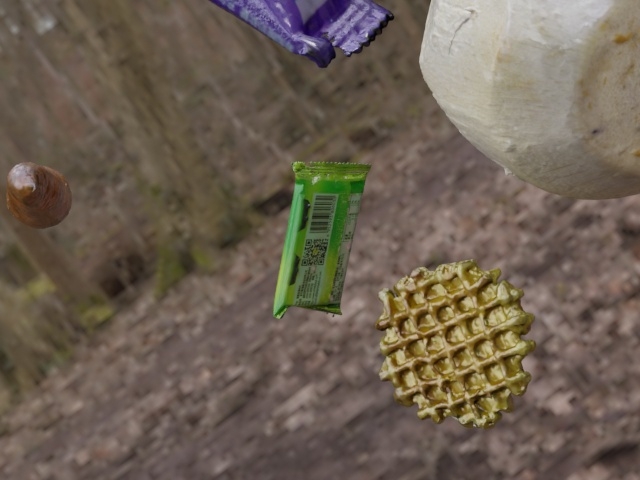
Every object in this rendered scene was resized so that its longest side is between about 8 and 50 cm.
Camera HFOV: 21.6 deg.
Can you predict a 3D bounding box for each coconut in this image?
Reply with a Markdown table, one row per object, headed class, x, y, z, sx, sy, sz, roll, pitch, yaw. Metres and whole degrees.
| class | x | y | z | sx | sy | sz | roll | pitch | yaw |
| --- | --- | --- | --- | --- | --- | --- | --- | --- | --- |
| coconut | 0.276 | -0.227 | 1.722 | 0.346 | 0.346 | 0.360 | -37 | 31 | -5 |

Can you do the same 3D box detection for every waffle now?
| class | x | y | z | sx | sy | sz | roll | pitch | yaw |
| --- | --- | --- | --- | --- | --- | --- | --- | --- | --- |
| waffle | 0.135 | 0.105 | 1.681 | 0.191 | 0.191 | 0.038 | -39 | -15 | 34 |

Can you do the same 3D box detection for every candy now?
| class | x | y | z | sx | sy | sz | roll | pitch | yaw |
| --- | --- | --- | --- | --- | --- | --- | --- | --- | --- |
| candy | -0.073 | -0.228 | 1.253 | 0.070 | 0.275 | 0.145 | -54 | -4 | 35 |
| candy | -0.001 | 0.000 | 1.844 | 0.102 | 0.032 | 0.178 | -4 | -69 | -40 |

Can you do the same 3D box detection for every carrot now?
| class | x | y | z | sx | sy | sz | roll | pitch | yaw |
| --- | --- | --- | --- | --- | --- | --- | --- | --- | --- |
| carrot | -0.235 | -0.041 | 1.357 | 0.057 | 0.057 | 0.224 | -37 | 2 | -6 |
